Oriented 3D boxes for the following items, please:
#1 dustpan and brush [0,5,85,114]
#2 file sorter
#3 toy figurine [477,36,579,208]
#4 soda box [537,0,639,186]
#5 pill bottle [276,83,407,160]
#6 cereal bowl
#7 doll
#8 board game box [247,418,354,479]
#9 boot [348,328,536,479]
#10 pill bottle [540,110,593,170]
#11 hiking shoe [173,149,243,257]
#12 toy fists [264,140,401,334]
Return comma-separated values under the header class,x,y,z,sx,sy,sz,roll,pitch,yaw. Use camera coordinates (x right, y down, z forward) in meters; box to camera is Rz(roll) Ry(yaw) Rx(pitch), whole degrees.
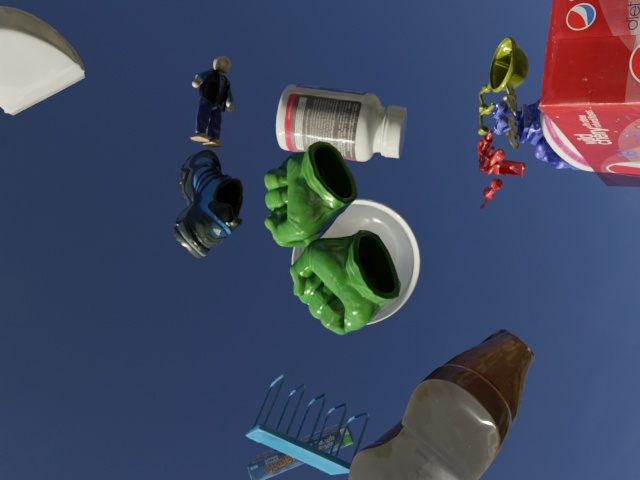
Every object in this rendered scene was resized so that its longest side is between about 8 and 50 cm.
class,x,y,z,sx,sy,sz,roll,pitch,yaw
dustpan and brush,-0.455,-0.294,0.869,0.147,0.060,0.211,-24,-39,8
file sorter,-0.021,0.313,1.049,0.170,0.118,0.105,26,-118,-6
toy figurine,0.441,-0.222,1.214,0.217,0.191,0.363,9,-127,2
soda box,0.224,-0.095,0.415,0.263,0.092,0.084,10,-93,-58
pill bottle,0.059,-0.302,1.606,0.176,0.318,0.176,10,-90,-78
cereal bowl,0.099,0.054,1.672,0.338,0.141,0.339,0,-87,7
doll,-0.218,-0.291,1.278,0.129,0.046,0.189,20,-104,-58
board game box,-0.034,0.406,1.197,0.201,0.136,0.035,-21,-101,-3
boot,0.117,0.200,0.601,0.112,0.305,0.115,40,-132,18
pill bottle,0.479,-0.238,0.927,0.160,0.283,0.160,7,-115,-15
hiking shoe,-0.208,-0.092,1.251,0.113,0.132,0.304,51,-160,-39
toy fists,0.000,0.000,0.898,0.096,0.142,0.279,-10,-111,-43
